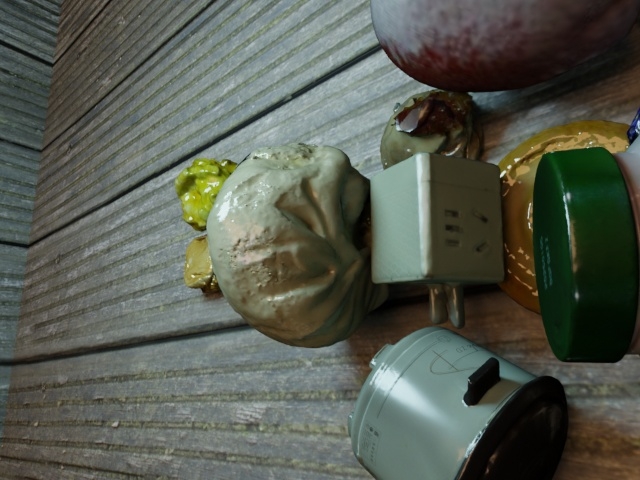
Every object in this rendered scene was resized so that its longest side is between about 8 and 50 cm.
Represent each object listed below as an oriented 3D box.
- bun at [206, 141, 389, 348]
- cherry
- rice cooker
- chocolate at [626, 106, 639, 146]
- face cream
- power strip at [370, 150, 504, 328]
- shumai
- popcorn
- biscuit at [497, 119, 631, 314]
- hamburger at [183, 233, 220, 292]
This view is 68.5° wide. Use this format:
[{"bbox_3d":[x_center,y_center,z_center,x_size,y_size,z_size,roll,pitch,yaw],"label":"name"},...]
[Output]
[{"bbox_3d":[0.000,0.000,0.759,0.211,0.359,0.360,-8,74,33],"label":"bun"},{"bbox_3d":[0.227,-0.366,0.621,0.335,0.291,0.326,19,122,48],"label":"cherry"},{"bbox_3d":[0.182,0.247,0.594,0.227,0.241,0.281,26,135,47],"label":"rice cooker"},{"bbox_3d":[0.454,-0.249,0.559,0.148,0.126,0.343,-11,60,54],"label":"chocolate"},{"bbox_3d":[0.395,0.006,0.418,0.357,0.219,0.312,-3,110,17],"label":"face cream"},{"bbox_3d":[0.158,0.008,0.655,0.139,0.140,0.224,164,110,-63],"label":"power strip"},{"bbox_3d":[0.171,-0.177,0.789,0.201,0.120,0.201,-10,74,37],"label":"shumai"},{"bbox_3d":[-0.258,-0.112,1.142,0.197,0.155,0.198,7,102,33],"label":"popcorn"},{"bbox_3d":[0.316,-0.025,0.640,0.213,0.091,0.274,-7,77,39],"label":"biscuit"},{"bbox_3d":[-0.273,0.055,1.153,0.138,0.083,0.147,-21,64,41],"label":"hamburger"}]
